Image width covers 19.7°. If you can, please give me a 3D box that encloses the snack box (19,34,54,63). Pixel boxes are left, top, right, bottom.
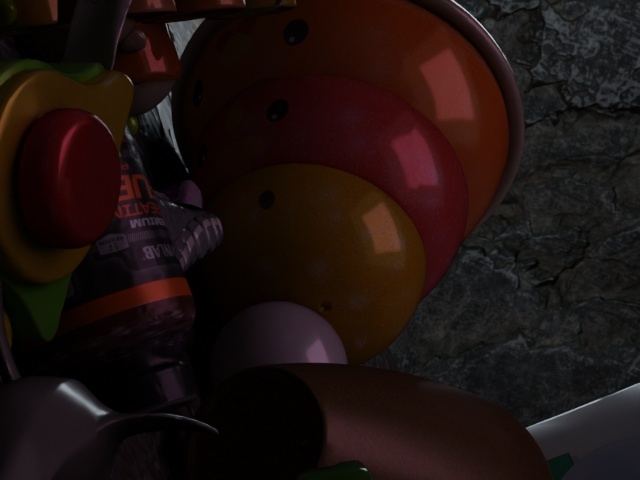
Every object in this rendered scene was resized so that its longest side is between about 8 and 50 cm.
[{"bbox_3d":[-0.224,-0.184,1.372,0.178,0.022,0.064,58,13,-59],"label":"snack box"}]

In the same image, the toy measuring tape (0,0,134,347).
[{"bbox_3d":[-0.148,-0.091,0.934,0.121,0.121,0.330,56,43,-63],"label":"toy measuring tape"}]

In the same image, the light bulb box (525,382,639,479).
[{"bbox_3d":[0.265,0.346,1.653,0.361,0.358,0.225,-109,177,-53],"label":"light bulb box"}]

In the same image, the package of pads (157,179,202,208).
[{"bbox_3d":[-0.124,-0.019,1.532,0.083,0.050,0.032,-95,162,-69],"label":"package of pads"}]

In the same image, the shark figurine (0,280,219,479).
[{"bbox_3d":[-0.102,0.102,0.793,0.278,0.116,0.166,-107,-163,-82],"label":"shark figurine"}]

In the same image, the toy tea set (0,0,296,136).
[{"bbox_3d":[-0.132,-0.136,1.269,0.336,0.200,0.124,-16,98,-72],"label":"toy tea set"}]

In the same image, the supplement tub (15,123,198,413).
[{"bbox_3d":[-0.136,0.010,1.054,0.106,0.106,0.198,27,41,-81],"label":"supplement tub"}]

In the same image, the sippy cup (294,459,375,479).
[{"bbox_3d":[0.042,0.306,1.111,0.224,0.240,0.305,79,34,-64],"label":"sippy cup"}]

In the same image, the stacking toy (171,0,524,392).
[{"bbox_3d":[0.000,0.000,1.662,0.480,0.350,0.350,-78,148,-53],"label":"stacking toy"}]

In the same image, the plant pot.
[{"bbox_3d":[0.017,0.184,1.362,0.254,0.237,0.237,37,28,-51],"label":"plant pot"}]

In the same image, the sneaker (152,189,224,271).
[{"bbox_3d":[-0.137,-0.035,1.323,0.229,0.086,0.132,-72,137,-79],"label":"sneaker"}]
